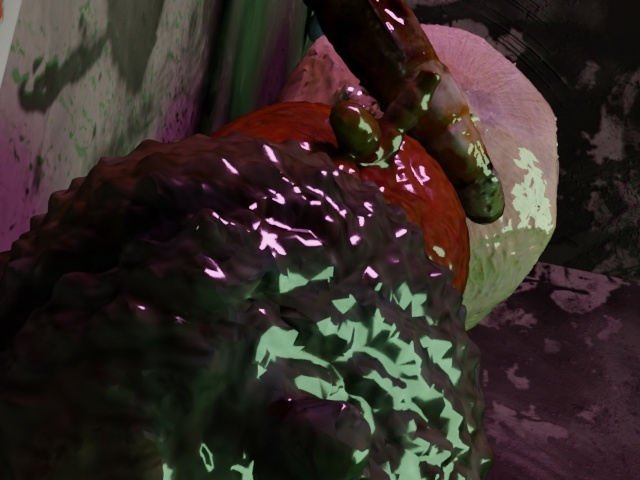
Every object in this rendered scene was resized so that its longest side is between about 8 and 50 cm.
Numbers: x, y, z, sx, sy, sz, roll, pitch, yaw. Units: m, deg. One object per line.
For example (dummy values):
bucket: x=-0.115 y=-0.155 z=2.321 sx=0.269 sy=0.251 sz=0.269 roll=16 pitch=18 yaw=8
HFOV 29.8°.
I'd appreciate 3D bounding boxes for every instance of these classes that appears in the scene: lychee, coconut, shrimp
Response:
lychee: x=0.000 y=0.000 z=0.932 sx=0.300 sy=0.255 sz=0.255 roll=-46 pitch=-164 yaw=32
lychee: x=-0.051 y=0.080 z=0.530 sx=0.274 sy=0.255 sz=0.255 roll=4 pitch=-99 yaw=61
coconut: x=0.109 y=-0.088 z=1.492 sx=0.404 sy=0.404 sz=0.405 roll=12 pitch=90 yaw=-87
shrimp: x=0.052 y=-0.166 z=1.070 sx=0.071 sy=0.365 sz=0.233 roll=-35 pitch=-179 yaw=2

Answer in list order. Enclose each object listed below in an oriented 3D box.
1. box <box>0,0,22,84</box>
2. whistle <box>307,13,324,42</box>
box: x=-0.099 y=-0.124 z=0.211 sx=0.233 sy=0.067 sz=0.149 roll=91 pitch=11 yaw=-79
whistle: x=0.037 y=-0.393 z=1.740 sx=0.186 sy=0.093 sz=0.274 roll=-72 pitch=170 yaw=-64
